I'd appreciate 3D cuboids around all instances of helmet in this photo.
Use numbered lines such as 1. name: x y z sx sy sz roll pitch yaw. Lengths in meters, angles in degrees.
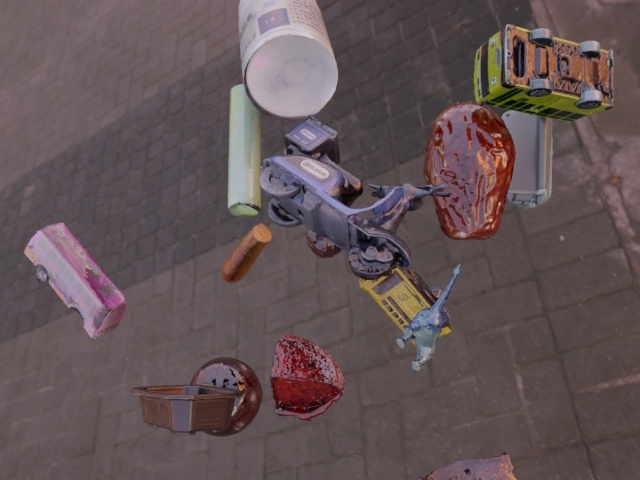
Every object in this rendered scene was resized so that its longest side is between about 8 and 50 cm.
1. helmet: 0.000 0.000 1.704 0.123 0.098 0.070 42 61 17

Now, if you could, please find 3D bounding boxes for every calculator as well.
1. calculator: 0.467 -0.196 1.404 0.141 0.045 0.246 -168 74 -64

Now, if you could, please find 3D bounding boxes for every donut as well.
1. donut: 0.324 0.546 1.350 0.186 0.144 0.126 -10 54 -6

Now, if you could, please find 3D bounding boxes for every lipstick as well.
1. lipstick: -0.169 -0.201 1.376 0.076 0.076 0.304 -14 69 31

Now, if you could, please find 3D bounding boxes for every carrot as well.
1. carrot: -0.200 0.042 1.602 0.225 0.067 0.067 -49 38 42

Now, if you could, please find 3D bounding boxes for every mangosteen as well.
1. mangosteen: -0.266 0.418 1.662 0.216 0.216 0.216 -19 54 28

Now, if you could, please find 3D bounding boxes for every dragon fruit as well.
1. dragon fruit: -0.022 0.272 1.221 0.161 0.120 0.127 5 43 12

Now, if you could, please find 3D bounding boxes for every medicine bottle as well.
1. medicine bottle: -0.078 -0.422 1.315 0.190 0.190 0.332 -32 40 19

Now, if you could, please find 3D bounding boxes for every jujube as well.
1. jujube: 0.316 -0.145 1.310 0.197 0.197 0.290 -2 89 37

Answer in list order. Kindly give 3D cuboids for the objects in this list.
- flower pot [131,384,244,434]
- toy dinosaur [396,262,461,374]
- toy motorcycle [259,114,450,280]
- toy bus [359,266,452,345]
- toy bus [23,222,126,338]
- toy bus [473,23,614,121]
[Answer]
1. flower pot: -0.284 0.357 1.306 0.251 0.179 0.084 -11 76 51
2. toy dinosaur: 0.229 0.205 1.370 0.076 0.144 0.329 28 121 26
3. toy motorcycle: 0.045 -0.076 1.073 0.212 0.125 0.358 -39 58 -22
4. toy bus: 0.217 0.129 1.682 0.151 0.331 0.145 -37 14 18
5. toy bus: -0.566 0.091 1.432 0.274 0.090 0.112 48 126 6
6. toy bus: 0.431 -0.320 1.210 0.150 0.262 0.128 164 110 -67
